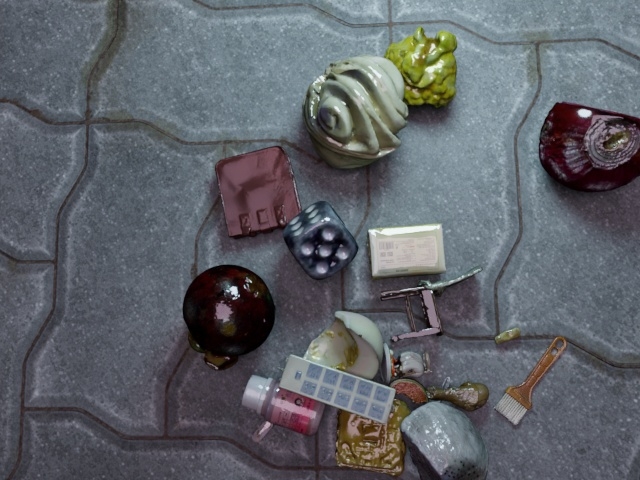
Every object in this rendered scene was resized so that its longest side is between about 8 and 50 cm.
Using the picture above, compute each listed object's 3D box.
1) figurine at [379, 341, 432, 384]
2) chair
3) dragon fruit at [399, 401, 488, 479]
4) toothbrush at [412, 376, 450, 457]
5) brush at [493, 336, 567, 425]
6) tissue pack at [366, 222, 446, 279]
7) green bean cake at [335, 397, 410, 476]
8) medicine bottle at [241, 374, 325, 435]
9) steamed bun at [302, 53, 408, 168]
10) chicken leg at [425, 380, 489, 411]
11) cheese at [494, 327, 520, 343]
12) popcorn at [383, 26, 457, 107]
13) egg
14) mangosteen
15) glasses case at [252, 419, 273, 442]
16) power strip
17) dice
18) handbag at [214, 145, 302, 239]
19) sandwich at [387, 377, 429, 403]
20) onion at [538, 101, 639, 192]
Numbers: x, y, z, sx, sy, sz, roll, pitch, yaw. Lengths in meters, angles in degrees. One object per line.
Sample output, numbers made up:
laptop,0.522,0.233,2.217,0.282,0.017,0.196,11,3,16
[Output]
figurine,0.267,0.377,1.712,0.154,0.132,0.132,-1,82,-5
chair,0.357,0.202,1.706,0.319,0.160,0.186,-13,76,3
dragon fruit,0.384,0.611,1.576,0.204,0.221,0.283,-31,110,-14
toothbrush,0.349,0.555,1.723,0.019,0.025,0.275,24,85,6
brush,0.667,0.426,1.722,0.090,0.017,0.314,38,86,5
tissue pack,0.267,0.036,1.746,0.234,0.125,0.159,-5,83,3
green bean cake,0.156,0.585,1.680,0.230,0.131,0.224,6,82,4
medicine bottle,-0.111,0.502,1.706,0.247,0.147,0.147,18,84,6
steamed bun,0.086,-0.408,1.716,0.352,0.247,0.339,-13,82,45
chicken leg,0.420,0.477,1.693,0.198,0.069,0.085,4,109,-5
cheese,0.587,0.297,1.730,0.083,0.044,0.030,-22,65,3
popcorn,0.311,-0.550,1.772,0.250,0.235,0.241,2,101,17
egg,0.092,0.322,1.707,0.206,0.162,0.271,32,128,-5
mangosteen,-0.284,0.224,1.693,0.311,0.311,0.311,-1,83,4
glasses case,-0.184,0.605,1.758,0.032,0.021,0.083,41,87,10
power strip,0.042,0.437,1.635,0.367,0.043,0.106,16,72,9
dice,0.000,0.000,1.716,0.181,0.182,0.183,-35,111,4
handbag,-0.205,-0.157,1.828,0.260,0.084,0.275,-15,82,2
sandwich,0.283,0.469,1.737,0.135,0.029,0.067,21,90,6
onion,0.835,-0.272,1.674,0.337,0.282,0.260,12,104,-4
